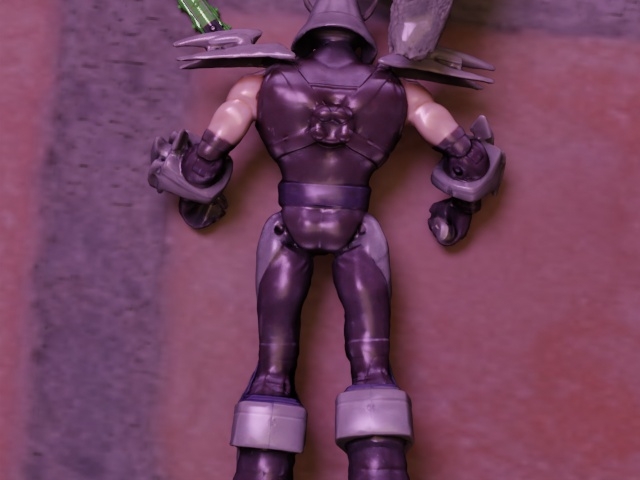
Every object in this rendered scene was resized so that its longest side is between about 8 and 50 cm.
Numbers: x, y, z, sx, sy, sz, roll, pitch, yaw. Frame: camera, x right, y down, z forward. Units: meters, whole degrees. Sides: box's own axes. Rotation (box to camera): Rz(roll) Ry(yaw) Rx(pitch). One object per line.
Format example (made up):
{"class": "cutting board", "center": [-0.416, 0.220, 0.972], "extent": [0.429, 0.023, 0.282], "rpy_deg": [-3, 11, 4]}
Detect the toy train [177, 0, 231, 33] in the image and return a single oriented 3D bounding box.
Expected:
{"class": "toy train", "center": [-0.076, -0.139, 0.801], "extent": [0.017, 0.024, 0.083], "rpy_deg": [-37, 87, -1]}

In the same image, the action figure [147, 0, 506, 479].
{"class": "action figure", "center": [0.000, 0.000, 0.761], "extent": [0.185, 0.099, 0.284], "rpy_deg": [2, 83, 8]}

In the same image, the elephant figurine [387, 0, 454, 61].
{"class": "elephant figurine", "center": [-0.008, -0.231, 0.756], "extent": [0.239, 0.186, 0.169], "rpy_deg": [22, 121, 12]}
